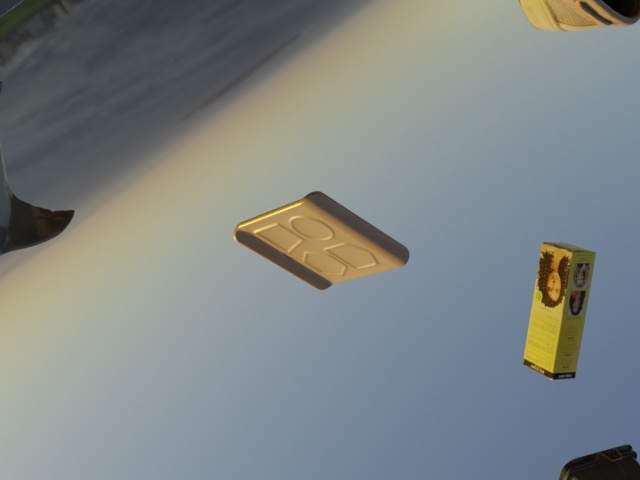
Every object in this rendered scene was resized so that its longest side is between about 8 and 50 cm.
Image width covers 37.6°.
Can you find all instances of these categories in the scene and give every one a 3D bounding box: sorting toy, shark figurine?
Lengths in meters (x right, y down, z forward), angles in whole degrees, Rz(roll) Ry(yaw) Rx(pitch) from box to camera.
[{"bbox_3d":[0.000,0.000,1.390,0.208,0.193,0.038,-23,-137,49],"label":"sorting toy"},{"bbox_3d":[-0.237,-0.052,0.686,0.116,0.278,0.166,7,167,-11],"label":"shark figurine"}]

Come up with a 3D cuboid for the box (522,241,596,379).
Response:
[{"bbox_3d":[0.422,0.124,1.667,0.058,0.232,0.087,0,-169,-27],"label":"box"}]

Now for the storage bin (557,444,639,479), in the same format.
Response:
[{"bbox_3d":[0.415,0.354,1.327,0.135,0.098,0.091,-7,-148,-27],"label":"storage bin"}]

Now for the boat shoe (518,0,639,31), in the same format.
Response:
[{"bbox_3d":[0.208,-0.292,0.823,0.110,0.341,0.122,15,-97,33],"label":"boat shoe"}]
